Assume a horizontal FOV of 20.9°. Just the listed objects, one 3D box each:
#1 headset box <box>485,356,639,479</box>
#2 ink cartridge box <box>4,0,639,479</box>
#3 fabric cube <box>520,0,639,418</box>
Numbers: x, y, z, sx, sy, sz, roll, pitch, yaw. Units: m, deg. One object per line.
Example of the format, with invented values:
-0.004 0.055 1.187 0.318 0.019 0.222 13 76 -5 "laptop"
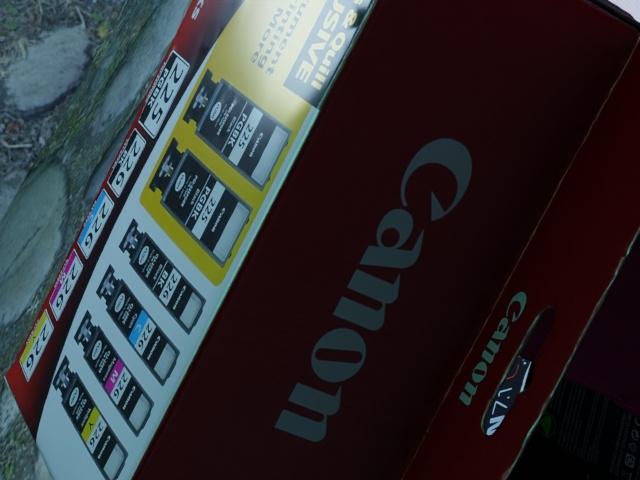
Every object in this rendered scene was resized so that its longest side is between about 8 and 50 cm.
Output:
0.094 0.131 1.083 0.283 0.131 0.246 -22 44 57 "headset box"
0.000 0.000 0.790 0.309 0.130 0.272 -63 27 7 "ink cartridge box"
0.247 -0.051 0.816 0.258 0.259 0.254 -21 47 56 "fabric cube"
